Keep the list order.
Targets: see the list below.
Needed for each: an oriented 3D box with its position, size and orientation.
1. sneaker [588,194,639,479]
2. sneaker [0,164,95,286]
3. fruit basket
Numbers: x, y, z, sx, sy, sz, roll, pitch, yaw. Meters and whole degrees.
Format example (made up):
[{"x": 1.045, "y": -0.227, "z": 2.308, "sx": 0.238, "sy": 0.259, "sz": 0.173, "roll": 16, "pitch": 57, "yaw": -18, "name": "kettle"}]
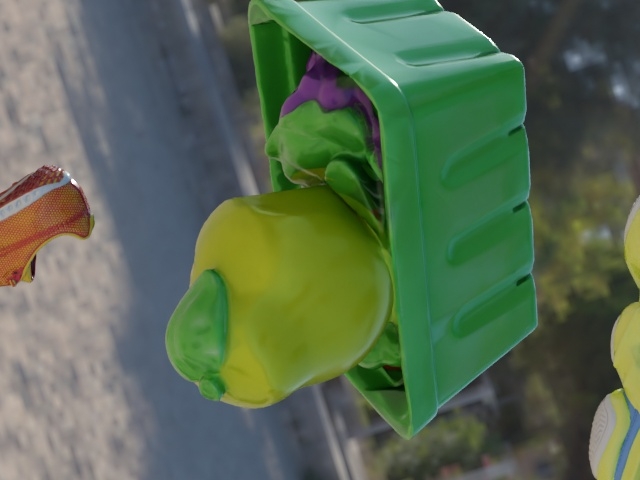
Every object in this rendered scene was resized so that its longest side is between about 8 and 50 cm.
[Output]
[{"x": 0.222, "y": 0.083, "z": 1.084, "sx": 0.091, "sy": 0.126, "sz": 0.240, "roll": 8, "pitch": 84, "yaw": -54, "name": "sneaker"}, {"x": -0.238, "y": 0.013, "z": 1.369, "sx": 0.067, "sy": 0.175, "sz": 0.064, "roll": 61, "pitch": 14, "yaw": -19, "name": "sneaker"}, {"x": 0.000, "y": 0.000, "z": 1.713, "sx": 0.283, "sy": 0.392, "sz": 0.392, "roll": 45, "pitch": -21, "yaw": 49, "name": "fruit basket"}]
